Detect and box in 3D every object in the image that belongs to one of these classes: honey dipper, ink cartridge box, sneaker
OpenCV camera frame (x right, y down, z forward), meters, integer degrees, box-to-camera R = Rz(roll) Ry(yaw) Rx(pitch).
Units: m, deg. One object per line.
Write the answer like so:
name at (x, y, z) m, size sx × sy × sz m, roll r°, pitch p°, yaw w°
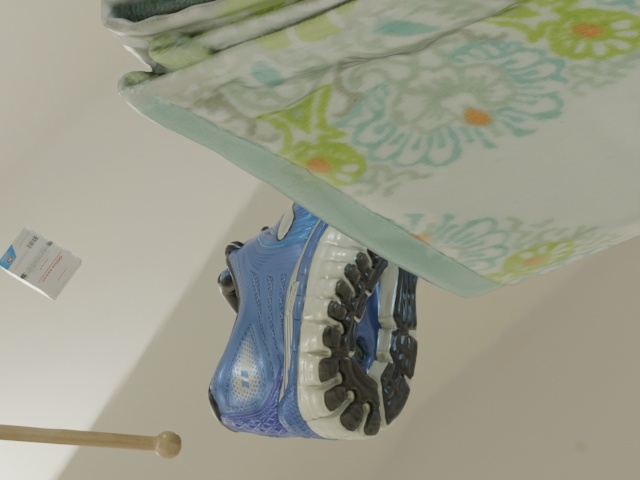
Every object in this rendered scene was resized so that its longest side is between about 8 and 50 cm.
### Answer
honey dipper at (-0.167, 0.124, 1.018) m, size 0.030 × 0.161 × 0.030 m, roll -173°, pitch 90°, yaw -84°
ink cartridge box at (-0.272, 0.026, 1.608) m, size 0.048 × 0.083 × 0.028 m, roll -55°, pitch -31°, yaw -12°
sneaker at (0.000, 0.000, 1.128) m, size 0.129 × 0.147 × 0.330 m, roll 56°, pitch -142°, yaw -31°

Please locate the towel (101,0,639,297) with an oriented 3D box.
towel at (0.125, -0.090, 0.765) m, size 0.374 × 0.321 × 0.090 m, roll 26°, pitch -130°, yaw -53°
